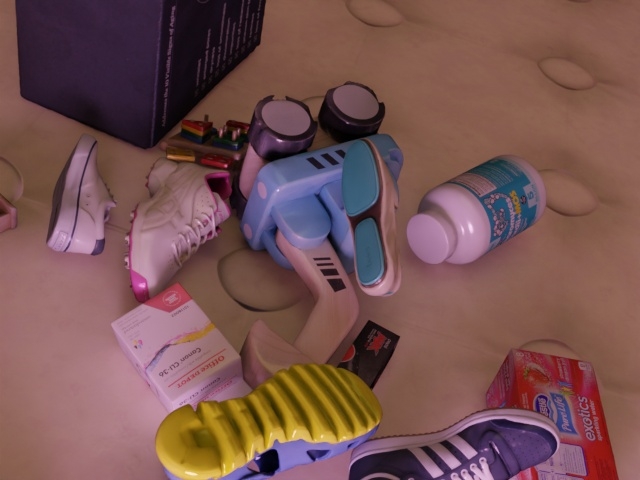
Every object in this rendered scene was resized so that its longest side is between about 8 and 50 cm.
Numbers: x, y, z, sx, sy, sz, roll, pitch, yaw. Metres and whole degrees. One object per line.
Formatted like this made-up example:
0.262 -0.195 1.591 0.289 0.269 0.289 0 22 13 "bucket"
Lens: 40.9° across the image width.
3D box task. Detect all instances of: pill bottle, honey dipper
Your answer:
0.272 -0.048 1.520 0.264 0.146 0.146 -27 57 -36 "pill bottle"
-0.216 -0.157 1.566 0.160 0.030 0.030 16 42 1 "honey dipper"

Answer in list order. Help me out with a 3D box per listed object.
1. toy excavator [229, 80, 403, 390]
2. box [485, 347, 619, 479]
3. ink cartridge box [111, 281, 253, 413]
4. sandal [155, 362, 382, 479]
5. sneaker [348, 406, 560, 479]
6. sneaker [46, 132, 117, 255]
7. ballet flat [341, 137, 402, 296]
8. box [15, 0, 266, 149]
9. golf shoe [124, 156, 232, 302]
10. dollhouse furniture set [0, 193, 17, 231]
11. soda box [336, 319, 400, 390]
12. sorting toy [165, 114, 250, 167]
0.000 0.000 1.358 0.432 0.222 0.445 -19 61 -31 "toy excavator"
0.317 0.291 1.191 0.128 0.123 0.257 11 43 -7 "box"
-0.186 0.166 1.187 0.115 0.067 0.198 -33 61 -23 "ink cartridge box"
-0.067 0.252 1.103 0.317 0.138 0.126 -8 48 -27 "sandal"
0.158 0.303 1.054 0.282 0.099 0.153 -18 24 22 "sneaker"
-0.380 -0.069 1.392 0.091 0.094 0.258 23 41 -25 "sneaker"
0.083 -0.031 1.278 0.086 0.086 0.249 3 67 -14 "ballet flat"
-0.303 -0.513 1.581 0.297 0.480 0.472 22 42 8 "box"
-0.219 -0.026 1.348 0.140 0.115 0.306 2 44 4 "golf shoe"
-0.544 -0.104 1.246 0.212 0.242 0.161 38 46 21 "dollhouse furniture set"
0.055 0.195 1.261 0.060 0.053 0.169 27 43 11 "soda box"
-0.190 -0.189 1.531 0.132 0.046 0.274 13 20 7 "sorting toy"
